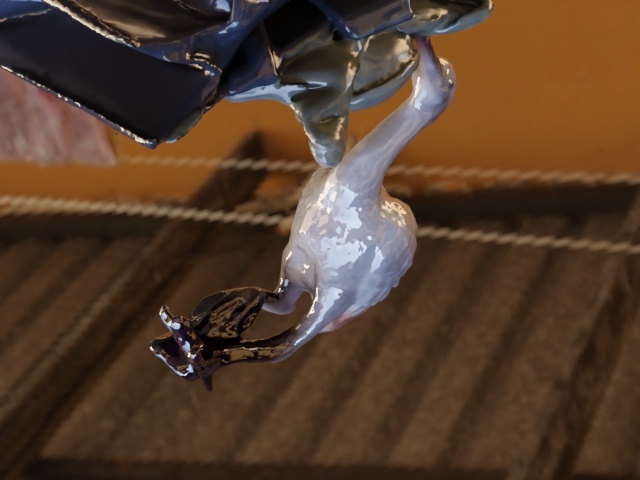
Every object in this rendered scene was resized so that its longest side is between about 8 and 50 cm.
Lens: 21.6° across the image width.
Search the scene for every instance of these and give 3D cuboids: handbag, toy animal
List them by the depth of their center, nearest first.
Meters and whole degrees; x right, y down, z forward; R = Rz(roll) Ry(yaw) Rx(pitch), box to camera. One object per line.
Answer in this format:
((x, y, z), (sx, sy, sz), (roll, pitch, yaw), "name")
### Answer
((-0.031, -0.163, 1.005), (0.326, 0.118, 0.269), (-27, -138, -30), "handbag")
((0.019, -0.010, 1.174), (0.090, 0.324, 0.195), (47, -161, 20), "toy animal")
